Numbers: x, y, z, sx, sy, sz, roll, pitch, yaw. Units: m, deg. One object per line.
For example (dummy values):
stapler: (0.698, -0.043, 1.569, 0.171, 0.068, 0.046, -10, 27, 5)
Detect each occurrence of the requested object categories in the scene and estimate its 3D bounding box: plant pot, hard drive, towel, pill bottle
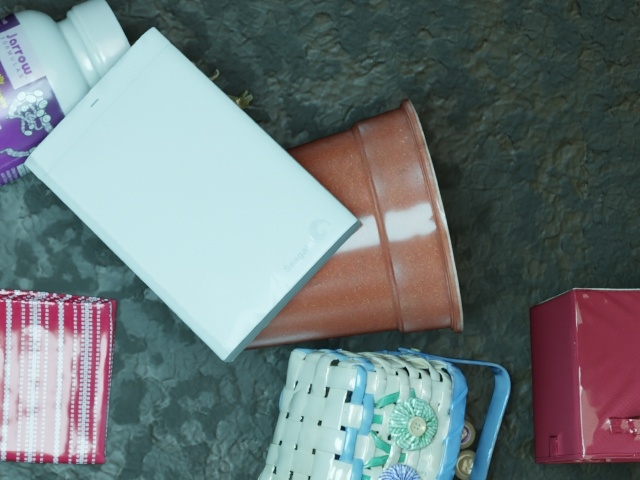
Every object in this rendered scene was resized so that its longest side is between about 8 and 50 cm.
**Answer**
plant pot: (0.000, 0.000, 1.839, 0.265, 0.272, 0.272, -12, 90, 0)
hard drive: (-0.137, -0.050, 1.727, 0.307, 0.040, 0.203, 44, 91, 12)
towel: (-0.378, 0.154, 1.879, 0.275, 0.031, 0.198, 4, 88, -9)
pill bottle: (-0.353, -0.155, 1.822, 0.302, 0.169, 0.169, -27, 92, -8)

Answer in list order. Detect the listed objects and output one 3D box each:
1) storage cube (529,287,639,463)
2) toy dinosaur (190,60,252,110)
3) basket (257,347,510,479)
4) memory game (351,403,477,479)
storage cube: (0.355, 0.161, 1.904, 0.184, 0.215, 0.193, 0, 82, -8)
toy dinosaur: (-0.168, -0.151, 1.908, 0.183, 0.053, 0.092, -27, 94, -9)
basket: (0.087, 0.246, 1.862, 0.289, 0.201, 0.254, 15, 85, -42)
memory game: (0.103, 0.265, 1.958, 0.186, 0.012, 0.186, 0, 88, -9)
